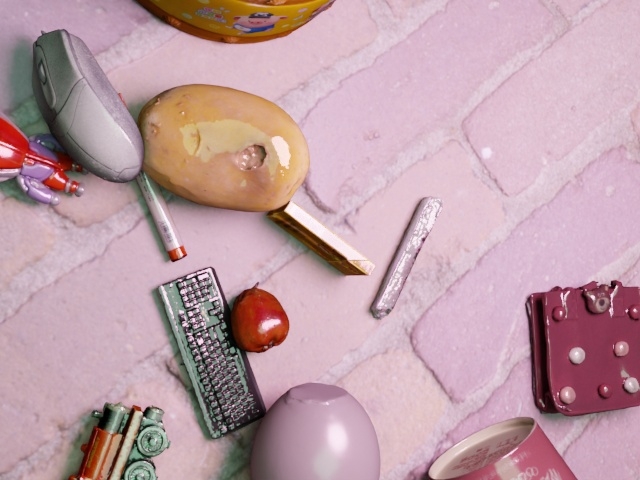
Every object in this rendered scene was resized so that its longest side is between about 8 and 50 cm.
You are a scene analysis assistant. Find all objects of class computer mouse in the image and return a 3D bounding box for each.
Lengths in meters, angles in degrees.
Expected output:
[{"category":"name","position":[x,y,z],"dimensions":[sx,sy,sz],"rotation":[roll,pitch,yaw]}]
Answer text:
[{"category":"computer mouse","position":[-0.307,-0.169,0.979],"dimensions":[0.229,0.113,0.068],"rotation":[54,38,4]}]

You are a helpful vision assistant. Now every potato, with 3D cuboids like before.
[{"category":"potato","position":[-0.128,-0.127,1.041],"dimensions":[0.234,0.146,0.150],"rotation":[15,126,-14]}]

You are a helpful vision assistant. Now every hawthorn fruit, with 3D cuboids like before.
[{"category":"hawthorn fruit","position":[-0.088,0.107,1.089],"dimensions":[0.081,0.081,0.093],"rotation":[-18,68,-20]}]

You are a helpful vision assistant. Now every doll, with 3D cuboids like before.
[{"category":"doll","position":[-0.402,-0.113,0.976],"dimensions":[0.227,0.075,0.102],"rotation":[17,68,-29]}]

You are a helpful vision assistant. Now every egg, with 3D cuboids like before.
[{"category":"egg","position":[-0.008,0.313,1.052],"dimensions":[0.176,0.176,0.232],"rotation":[7,91,-20]}]

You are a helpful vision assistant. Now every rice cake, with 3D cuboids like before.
[{"category":"rice cake","position":[0.131,0.024,1.191],"dimensions":[0.033,0.033,0.208],"rotation":[30,79,-15]}]

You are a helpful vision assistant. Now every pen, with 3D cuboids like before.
[{"category":"pen","position":[-0.237,-0.084,1.061],"dimensions":[0.028,0.028,0.239],"rotation":[-23,96,-20]}]

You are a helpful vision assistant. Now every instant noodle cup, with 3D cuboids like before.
[{"category":"instant noodle cup","position":[0.276,0.380,1.139],"dimensions":[0.235,0.235,0.178],"rotation":[-28,88,-19]}]

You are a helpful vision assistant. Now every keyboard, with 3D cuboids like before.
[{"category":"keyboard","position":[-0.151,0.156,1.087],"dimensions":[0.093,0.025,0.230],"rotation":[-22,95,-23]}]

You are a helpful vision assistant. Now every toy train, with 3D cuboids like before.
[{"category":"toy train","position":[-0.270,0.293,1.013],"dimensions":[0.118,0.074,0.176],"rotation":[20,83,-15]}]

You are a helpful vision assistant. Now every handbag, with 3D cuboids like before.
[{"category":"handbag","position":[0.445,0.174,1.281],"dimensions":[0.203,0.074,0.216],"rotation":[-2,88,-21]}]

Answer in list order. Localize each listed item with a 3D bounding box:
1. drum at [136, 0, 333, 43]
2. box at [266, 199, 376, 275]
[{"category":"drum","position":[-0.098,-0.488,1.032],"dimensions":[0.431,0.214,0.431],"rotation":[1,87,-21]},{"category":"box","position":[0.000,0.000,1.115],"dimensions":[0.156,0.089,0.022],"rotation":[38,77,-16]}]
